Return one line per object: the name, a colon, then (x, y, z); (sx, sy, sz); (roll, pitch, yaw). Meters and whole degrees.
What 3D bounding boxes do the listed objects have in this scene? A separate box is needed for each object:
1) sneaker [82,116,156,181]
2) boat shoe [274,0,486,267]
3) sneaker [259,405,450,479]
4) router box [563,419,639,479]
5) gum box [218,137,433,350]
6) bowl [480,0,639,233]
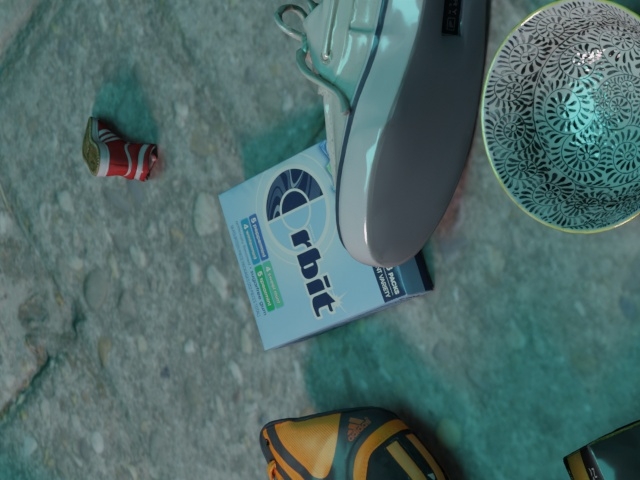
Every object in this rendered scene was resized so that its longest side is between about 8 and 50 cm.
sneaker: (-0.208, -0.093, 1.443); (0.118, 0.067, 0.042); (-121, 41, -59)
boat shoe: (0.037, -0.168, 1.142); (0.156, 0.136, 0.367); (15, 103, 40)
sneaker: (-0.011, 0.268, 1.272); (0.321, 0.124, 0.180); (-46, 61, 25)
router box: (0.266, 0.268, 0.929); (0.081, 0.243, 0.309); (-23, 77, 1)
gum box: (0.000, 0.000, 1.261); (0.184, 0.041, 0.157); (-24, 80, 41)
bowl: (0.210, -0.093, 1.031); (0.170, 0.080, 0.170); (6, 100, 42)
